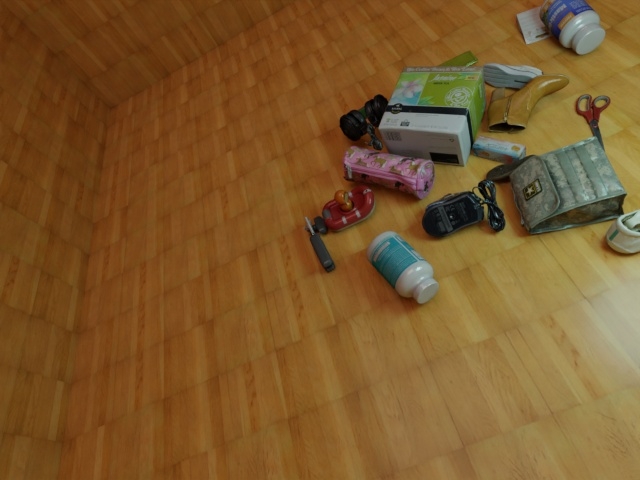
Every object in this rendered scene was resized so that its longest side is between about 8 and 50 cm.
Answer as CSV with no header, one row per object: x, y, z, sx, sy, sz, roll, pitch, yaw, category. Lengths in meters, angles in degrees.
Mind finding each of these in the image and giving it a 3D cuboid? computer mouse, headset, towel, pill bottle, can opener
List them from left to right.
0.000,0.000,1.671,0.093,0.074,0.280,-27,51,7,can opener
0.216,-0.521,1.842,0.243,0.185,0.394,-28,20,14,headset
0.285,0.095,1.418,0.146,0.146,0.264,-38,50,-2,pill bottle
0.615,-0.828,1.957,0.237,0.021,0.102,-23,52,11,towel
0.500,-0.092,1.466,0.272,0.072,0.189,-18,94,23,computer mouse
1.041,-0.900,1.698,0.152,0.152,0.272,-22,59,12,pill bottle

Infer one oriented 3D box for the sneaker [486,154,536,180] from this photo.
0.704,-0.244,1.496,0.188,0.071,0.066,-18,40,44,sneaker

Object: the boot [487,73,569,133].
0.813,-0.525,1.614,0.295,0.104,0.211,-4,62,30,boot

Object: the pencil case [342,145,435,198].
0.272,-0.281,1.671,0.386,0.160,0.167,20,68,34,pencil case

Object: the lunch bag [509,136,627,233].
0.781,-0.167,1.339,0.286,0.169,0.235,-18,56,25,lunch bag

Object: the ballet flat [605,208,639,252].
1.036,-0.085,1.176,0.400,0.139,0.139,-24,51,10,ballet flat

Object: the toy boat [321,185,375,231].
0.104,-0.150,1.670,0.231,0.151,0.151,-26,51,9,toy boat

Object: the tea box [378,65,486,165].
0.460,-0.507,1.668,0.328,0.220,0.324,13,71,30,tea box

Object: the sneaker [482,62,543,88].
0.809,-0.700,1.743,0.091,0.094,0.258,-37,52,-24,sneaker

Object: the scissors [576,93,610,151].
0.989,-0.427,1.505,0.108,0.021,0.297,9,64,28,scissors

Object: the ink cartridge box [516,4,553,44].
0.988,-0.974,1.869,0.145,0.045,0.179,-12,72,18,ink cartridge box

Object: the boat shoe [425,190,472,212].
0.483,-0.138,1.538,0.183,0.066,0.066,-12,36,24,boat shoe

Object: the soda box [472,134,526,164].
0.682,-0.343,1.573,0.183,0.058,0.063,28,74,38,soda box
